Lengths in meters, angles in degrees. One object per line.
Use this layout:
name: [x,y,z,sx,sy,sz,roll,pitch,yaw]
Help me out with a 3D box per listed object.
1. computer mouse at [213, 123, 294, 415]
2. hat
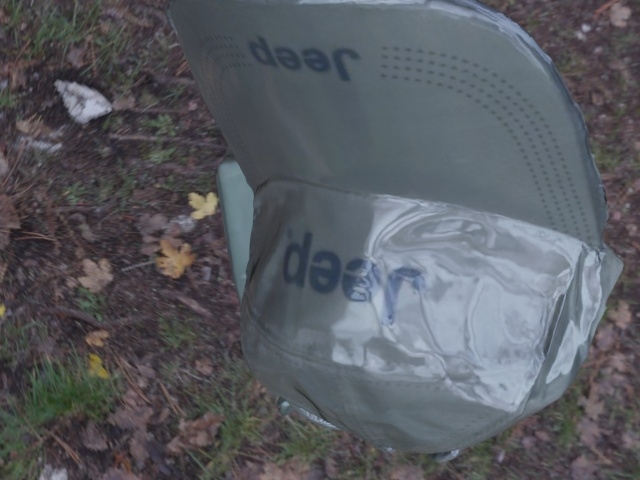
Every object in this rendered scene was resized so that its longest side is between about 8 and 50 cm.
computer mouse: [0.003,-0.001,0.800,0.145,0.429,0.228,-14,95,-1]
hat: [0.010,0.004,0.441,0.244,0.214,0.149,40,63,-53]
